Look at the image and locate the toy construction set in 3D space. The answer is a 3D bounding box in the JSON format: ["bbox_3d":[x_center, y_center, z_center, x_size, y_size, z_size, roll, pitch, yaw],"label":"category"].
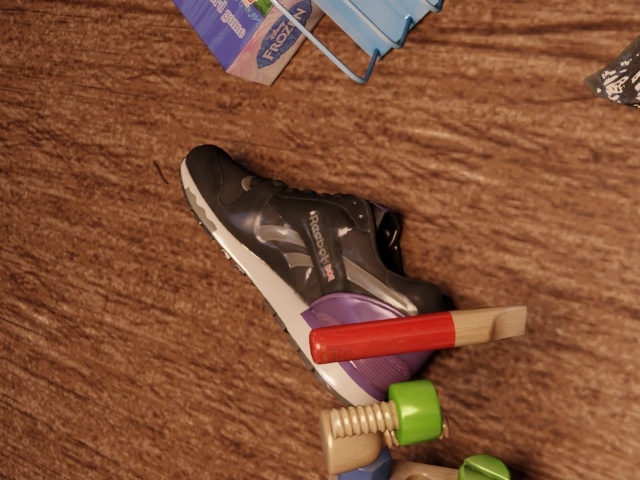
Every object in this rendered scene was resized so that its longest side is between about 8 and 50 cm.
[{"bbox_3d":[0.127,0.193,0.611,0.237,0.257,0.308,-8,99,-7],"label":"toy construction set"}]

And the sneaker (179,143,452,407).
[{"bbox_3d":[0.000,0.000,0.791,0.124,0.107,0.283,-45,64,8],"label":"sneaker"}]

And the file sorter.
[{"bbox_3d":[0.054,-0.220,0.721,0.118,0.104,0.170,42,118,-12],"label":"file sorter"}]

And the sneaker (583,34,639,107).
[{"bbox_3d":[0.258,-0.146,0.622,0.089,0.051,0.170,44,115,27],"label":"sneaker"}]

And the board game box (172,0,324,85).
[{"bbox_3d":[-0.053,-0.364,0.872,0.318,0.066,0.318,-50,59,22],"label":"board game box"}]
